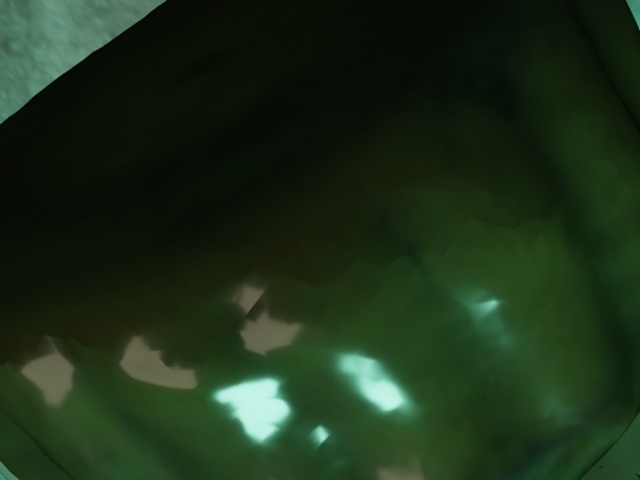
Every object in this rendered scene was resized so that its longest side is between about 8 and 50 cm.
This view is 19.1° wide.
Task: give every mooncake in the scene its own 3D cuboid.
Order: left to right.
[{"bbox_3d":[0.000,0.000,0.708,0.290,0.290,0.161,-4,128,46],"label":"mooncake"}]

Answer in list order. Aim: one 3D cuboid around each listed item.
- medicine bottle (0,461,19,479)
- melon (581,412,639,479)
[{"bbox_3d":[-0.179,0.126,1.249,0.183,0.069,0.119,46,146,-14],"label":"medicine bottle"},{"bbox_3d":[0.083,0.176,0.922,0.223,0.223,0.317,24,142,18],"label":"melon"}]
